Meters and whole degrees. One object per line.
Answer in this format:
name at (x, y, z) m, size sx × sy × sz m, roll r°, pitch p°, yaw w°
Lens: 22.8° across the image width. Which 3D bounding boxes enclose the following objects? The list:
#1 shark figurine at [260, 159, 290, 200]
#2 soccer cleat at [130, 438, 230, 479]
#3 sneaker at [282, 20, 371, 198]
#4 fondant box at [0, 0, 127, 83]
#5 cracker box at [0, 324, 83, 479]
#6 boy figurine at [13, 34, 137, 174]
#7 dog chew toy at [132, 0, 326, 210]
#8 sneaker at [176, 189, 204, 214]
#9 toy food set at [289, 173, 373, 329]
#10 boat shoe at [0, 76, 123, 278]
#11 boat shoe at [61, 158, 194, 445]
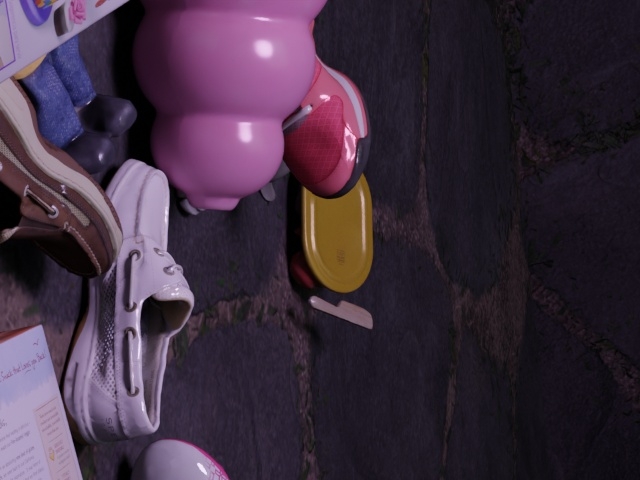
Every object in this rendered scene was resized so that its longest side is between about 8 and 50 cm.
shark figurine at (-0.021, -0.156, 1.851) m, size 0.166 × 0.116 × 0.278 m, roll 63°, pitch 32°, yaw -54°
soccer cleat at (-0.119, 0.351, 1.486) m, size 0.143 × 0.116 × 0.331 m, roll -56°, pitch 140°, yaw -61°
sneaker at (-0.057, -0.183, 1.692) m, size 0.136 × 0.116 × 0.314 m, roll -2°, pitch 65°, yaw -50°
fondant box at (-0.236, -0.231, 1.037) m, size 0.330 × 0.096 × 0.238 m, roll -42°, pitch 141°, yaw -41°
cracker box at (-0.224, 0.188, 1.120) m, size 0.155 × 0.067 × 0.232 m, roll -29°, pitch 107°, yaw -75°
boy figurine at (-0.233, -0.193, 1.260) m, size 0.177 × 0.092 × 0.285 m, roll -64°, pitch 149°, yaw -44°
dog chew toy at (-0.092, -0.195, 1.530) m, size 0.206 × 0.206 × 0.332 m, roll -4°, pitch 100°, yaw -71°
sneaker at (-0.103, -0.110, 1.653) m, size 0.063 × 0.074 × 0.170 m, roll 45°, pitch 46°, yaw -63°
toy food set at (0.000, 0.000, 1.977) m, size 0.128 × 0.071 × 0.218 m, roll 13°, pitch 72°, yaw -46°
boat shoe at (-0.244, -0.035, 1.232) m, size 0.257 × 0.095 × 0.095 m, roll 57°, pitch 49°, yaw -46°
boat shoe at (-0.157, 0.054, 1.439) m, size 0.098 × 0.096 × 0.277 m, roll 53°, pitch 38°, yaw -58°
